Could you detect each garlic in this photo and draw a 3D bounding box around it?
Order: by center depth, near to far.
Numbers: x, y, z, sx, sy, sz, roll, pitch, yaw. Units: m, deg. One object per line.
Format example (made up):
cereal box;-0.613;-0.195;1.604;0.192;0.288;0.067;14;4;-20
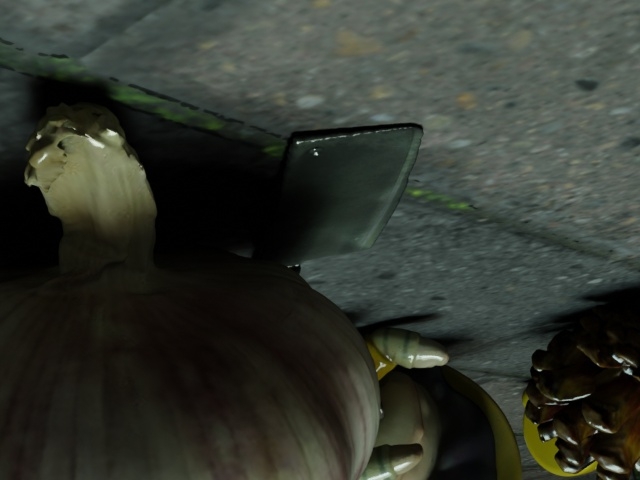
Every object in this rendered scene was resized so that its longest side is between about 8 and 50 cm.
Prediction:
garlic;-0.095;0.048;0.473;0.245;0.245;0.253;-8;125;-7

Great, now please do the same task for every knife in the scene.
knife;0.000;0.000;0.589;0.072;0.019;0.245;-7;159;-14

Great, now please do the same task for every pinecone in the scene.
pinecone;0.257;0.124;0.890;0.179;0.150;0.195;-5;165;-33

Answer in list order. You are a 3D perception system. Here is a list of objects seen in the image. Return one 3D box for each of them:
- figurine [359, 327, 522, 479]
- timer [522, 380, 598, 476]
figurine;0.042;0.157;0.859;0.167;0.192;0.257;8;153;42
timer;0.266;0.203;1.195;0.109;0.107;0.107;2;158;-43
